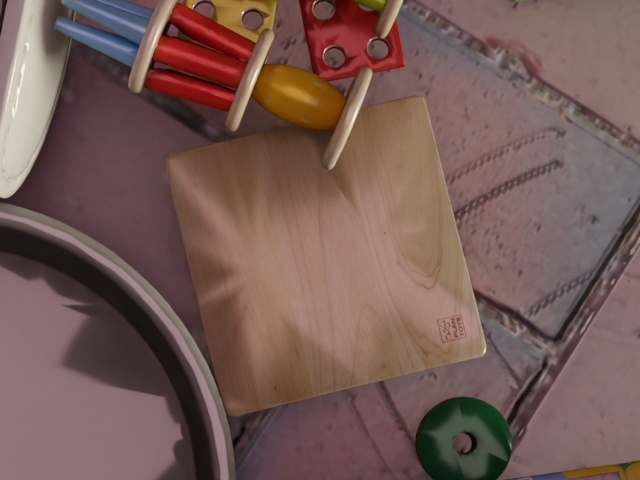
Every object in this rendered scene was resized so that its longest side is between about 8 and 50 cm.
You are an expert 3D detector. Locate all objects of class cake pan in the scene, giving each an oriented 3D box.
[{"bbox_3d":[-0.186,0.126,0.911,0.293,0.054,0.293,0,85,0],"label":"cake pan"}]

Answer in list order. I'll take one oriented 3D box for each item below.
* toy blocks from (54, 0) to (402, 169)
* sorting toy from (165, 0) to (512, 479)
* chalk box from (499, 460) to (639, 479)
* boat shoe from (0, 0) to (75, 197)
[{"bbox_3d":[-0.040,-0.117,0.884,0.148,0.054,0.123,22,84,-4],"label":"toy blocks"},{"bbox_3d":[0.000,0.000,0.930,0.132,0.046,0.275,-14,85,-2],"label":"sorting toy"},{"bbox_3d":[0.138,0.186,0.854,0.213,0.132,0.132,-7,106,-3],"label":"chalk box"},{"bbox_3d":[-0.162,-0.172,0.918,0.091,0.109,0.305,7,78,1],"label":"boat shoe"}]
